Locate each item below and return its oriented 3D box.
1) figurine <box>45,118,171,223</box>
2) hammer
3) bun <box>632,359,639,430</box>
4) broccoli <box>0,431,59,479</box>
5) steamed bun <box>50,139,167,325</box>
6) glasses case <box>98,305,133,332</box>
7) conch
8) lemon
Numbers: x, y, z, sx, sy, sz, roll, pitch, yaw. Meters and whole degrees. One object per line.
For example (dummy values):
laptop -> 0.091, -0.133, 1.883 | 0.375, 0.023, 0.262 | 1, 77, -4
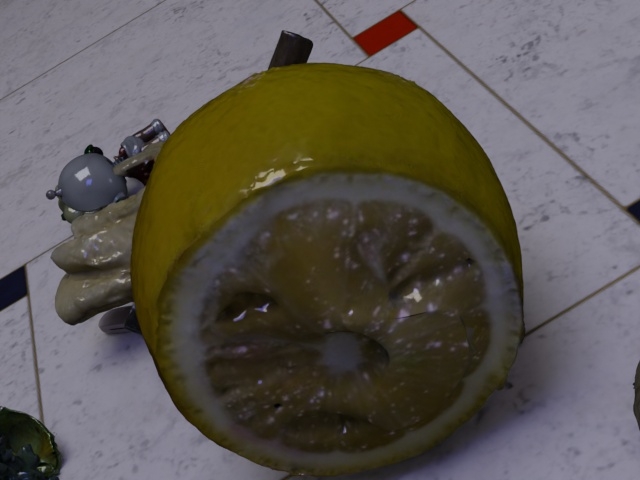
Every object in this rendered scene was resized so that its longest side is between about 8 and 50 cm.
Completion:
figurine -> -0.294, -0.093, 1.575 | 0.197, 0.093, 0.147 | -29, 55, -11
hammer -> -0.093, -0.046, 1.160 | 0.043, 0.111, 0.365 | -69, 3, -77
bun -> 0.316, 0.099, 0.816 | 0.173, 0.113, 0.166 | -28, 33, 1
broccoli -> -0.366, 0.292, 0.906 | 0.281, 0.348, 0.293 | -22, 27, 32
steamed bun -> -0.117, -0.071, 1.307 | 0.428, 0.189, 0.247 | -22, 2, 13
glasses case -> -0.234, 0.095, 1.339 | 0.083, 0.021, 0.032 | -9, 37, 29
conch -> -0.340, 0.226, 1.203 | 0.121, 0.074, 0.089 | 4, 82, 12
lemon -> 0.000, 0.000, 0.992 | 0.364, 0.364, 0.364 | -21, 35, 15
